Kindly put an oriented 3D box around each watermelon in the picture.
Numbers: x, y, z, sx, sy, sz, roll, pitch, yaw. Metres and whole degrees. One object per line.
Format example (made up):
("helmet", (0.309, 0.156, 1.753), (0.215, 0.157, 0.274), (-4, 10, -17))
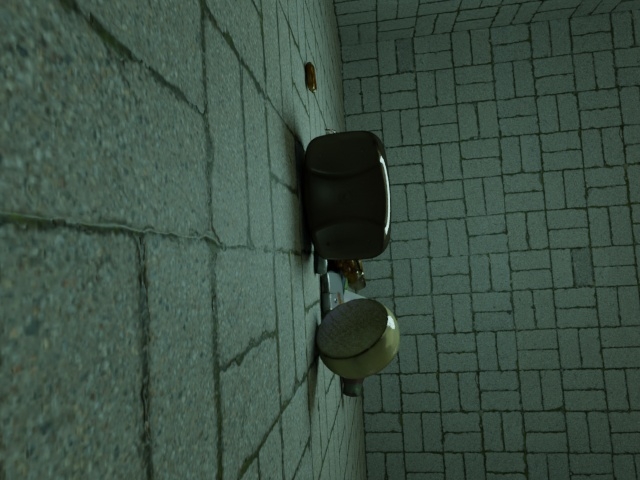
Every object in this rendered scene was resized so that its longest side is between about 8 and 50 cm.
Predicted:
("watermelon", (0.054, 0.112, 1.832), (0.119, 0.063, 0.245), (98, -6, -52))

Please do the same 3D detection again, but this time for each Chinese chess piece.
("Chinese chess piece", (0.117, 0.307, 1.364), (0.270, 0.269, 0.112), (-83, 151, -56))

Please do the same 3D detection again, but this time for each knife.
("knife", (0.000, -0.002, 1.519), (0.073, 0.040, 0.266), (96, -5, -62))

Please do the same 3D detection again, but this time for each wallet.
("wallet", (0.044, 0.236, 1.614), (0.170, 0.069, 0.231), (18, 64, -63))

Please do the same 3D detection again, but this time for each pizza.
("pizza", (0.088, 0.006, 1.712), (0.277, 0.113, 0.410), (-13, 81, -77))

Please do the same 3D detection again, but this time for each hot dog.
("hot dog", (-0.037, -0.590, 1.547), (0.049, 0.036, 0.122), (30, 50, -67))

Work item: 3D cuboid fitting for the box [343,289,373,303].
("box", (0.153, 0.331, 1.855), (0.195, 0.177, 0.148), (-58, 167, -78))

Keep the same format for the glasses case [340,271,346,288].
("glasses case", (0.095, 0.115, 1.941), (0.109, 0.067, 0.283), (-12, 113, -79))

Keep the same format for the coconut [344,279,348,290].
("coconut", (0.118, 0.206, 2.261), (0.158, 0.055, 0.133), (81, 11, -46))

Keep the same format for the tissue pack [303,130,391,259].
("tissue pack", (0.085, -0.136, 1.336), (0.277, 0.266, 0.388), (-54, 139, -82))

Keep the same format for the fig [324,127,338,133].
("fig", (0.090, -0.497, 2.160), (0.146, 0.133, 0.201), (-99, 172, -53))

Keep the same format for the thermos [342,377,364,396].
("thermos", (0.157, 0.619, 2.090), (0.176, 0.145, 0.266), (-165, -102, -71))
